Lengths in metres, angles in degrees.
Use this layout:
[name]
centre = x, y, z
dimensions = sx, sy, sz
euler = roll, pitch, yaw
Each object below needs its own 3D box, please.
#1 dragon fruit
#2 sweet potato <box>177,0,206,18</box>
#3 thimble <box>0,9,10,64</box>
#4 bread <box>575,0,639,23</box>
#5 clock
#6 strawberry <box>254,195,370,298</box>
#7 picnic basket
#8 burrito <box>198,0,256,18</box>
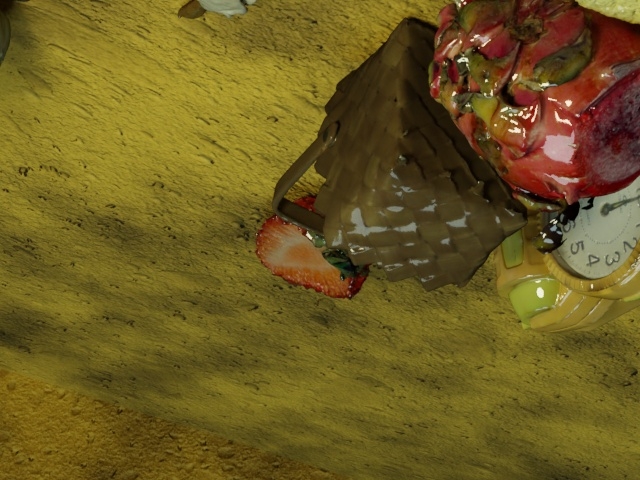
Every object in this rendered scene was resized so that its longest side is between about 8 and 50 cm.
[dragon fruit]
centre = 0.252, -0.175, 1.776
dimensions = 0.291, 0.250, 0.269
euler = 36, 161, 45
[sweet potato]
centre = -0.146, -0.299, 1.989
dimensions = 0.026, 0.026, 0.115
euler = 25, 152, -25
[thimble]
centre = -0.564, -0.255, 2.056
dimensions = 0.291, 0.195, 0.291
euler = 18, 163, 6
[bread]
centre = 0.370, -0.291, 1.601
dimensions = 0.260, 0.129, 0.134
euler = -8, 156, 42
[clock]
centre = 0.375, -0.023, 2.080
dimensions = 0.200, 0.244, 0.317
euler = 4, 160, -33
[strawberry]
centre = 0.000, 0.000, 2.494
dimensions = 0.188, 0.106, 0.286
euler = 48, 158, -18
[picnic basket]
centre = 0.108, -0.081, 2.007
dimensions = 0.254, 0.291, 0.321
euler = 20, 144, -18
[burrito]
centre = -0.070, -0.354, 1.755
dimensions = 0.117, 0.076, 0.392
euler = 17, 156, -11
